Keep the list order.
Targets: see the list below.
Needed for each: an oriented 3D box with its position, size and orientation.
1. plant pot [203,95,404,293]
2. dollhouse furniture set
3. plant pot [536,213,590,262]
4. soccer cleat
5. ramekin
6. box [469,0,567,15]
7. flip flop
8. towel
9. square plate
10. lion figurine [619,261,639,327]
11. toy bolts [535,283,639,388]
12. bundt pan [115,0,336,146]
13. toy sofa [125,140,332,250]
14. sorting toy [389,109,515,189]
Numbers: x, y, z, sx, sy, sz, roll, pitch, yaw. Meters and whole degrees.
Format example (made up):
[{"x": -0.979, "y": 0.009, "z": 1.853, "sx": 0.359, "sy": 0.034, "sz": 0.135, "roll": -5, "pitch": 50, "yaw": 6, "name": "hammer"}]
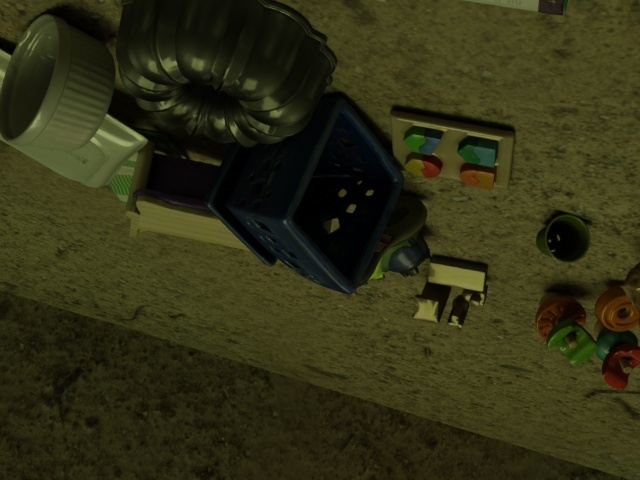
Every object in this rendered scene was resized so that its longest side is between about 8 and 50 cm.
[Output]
[{"x": -0.035, "y": -0.078, "z": 1.859, "sx": 0.212, "sy": 0.236, "sz": 0.236, "roll": 9, "pitch": 155, "yaw": 37, "name": "plant pot"}, {"x": 0.277, "y": 0.080, "z": 2.390, "sx": 0.144, "sy": 0.123, "sz": 0.151, "roll": 10, "pitch": 125, "yaw": 14, "name": "dollhouse furniture set"}, {"x": 0.411, "y": -0.001, "z": 1.997, "sx": 0.083, "sy": 0.083, "sz": 0.079, "roll": 19, "pitch": 172, "yaw": -11, "name": "plant pot"}, {"x": 0.113, "y": 0.016, "z": 2.287, "sx": 0.121, "sy": 0.093, "sz": 0.289, "roll": 54, "pitch": 155, "yaw": -12, "name": "soccer cleat"}, {"x": -0.403, "y": -0.234, "z": 1.783, "sx": 0.109, "sy": 0.207, "sz": 0.207, "roll": 17, "pitch": 163, "yaw": -35, "name": "ramekin"}, {"x": 0.162, "y": -0.322, "z": 1.302, "sx": 0.244, "sy": 0.060, "sz": 0.100, "roll": 11, "pitch": 161, "yaw": 12, "name": "box"}, {"x": 0.085, "y": -0.011, "z": 1.980, "sx": 0.112, "sy": 0.277, "sz": 0.080, "roll": 40, "pitch": 144, "yaw": 22, "name": "flip flop"}, {"x": -0.346, "y": -0.134, "z": 2.259, "sx": 0.248, "sy": 0.038, "sz": 0.325, "roll": 10, "pitch": 160, "yaw": 18, "name": "towel"}, {"x": -0.504, "y": -0.211, "z": 2.066, "sx": 0.344, "sy": 0.049, "sz": 0.347, "roll": 32, "pitch": 159, "yaw": -14, "name": "square plate"}, {"x": 0.722, "y": 0.080, "z": 1.929, "sx": 0.392, "sy": 0.142, "sz": 0.240, "roll": -19, "pitch": 136, "yaw": 36, "name": "lion figurine"}, {"x": 0.563, "y": 0.158, "z": 2.302, "sx": 0.228, "sy": 0.158, "sz": 0.218, "roll": 37, "pitch": 113, "yaw": -26, "name": "toy bolts"}, {"x": -0.148, "y": -0.240, "z": 1.680, "sx": 0.331, "sy": 0.124, "sz": 0.331, "roll": 13, "pitch": 160, "yaw": 5, "name": "bundt pan"}, {"x": -0.158, "y": -0.069, "z": 2.070, "sx": 0.363, "sy": 0.150, "sz": 0.177, "roll": 11, "pitch": 156, "yaw": -6, "name": "toy sofa"}, {"x": 0.205, "y": -0.134, "z": 1.827, "sx": 0.193, "sy": 0.038, "sz": 0.208, "roll": 11, "pitch": 161, "yaw": 11, "name": "sorting toy"}]
